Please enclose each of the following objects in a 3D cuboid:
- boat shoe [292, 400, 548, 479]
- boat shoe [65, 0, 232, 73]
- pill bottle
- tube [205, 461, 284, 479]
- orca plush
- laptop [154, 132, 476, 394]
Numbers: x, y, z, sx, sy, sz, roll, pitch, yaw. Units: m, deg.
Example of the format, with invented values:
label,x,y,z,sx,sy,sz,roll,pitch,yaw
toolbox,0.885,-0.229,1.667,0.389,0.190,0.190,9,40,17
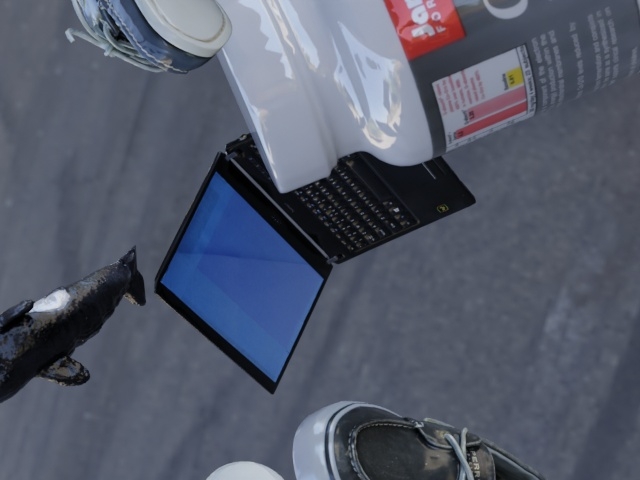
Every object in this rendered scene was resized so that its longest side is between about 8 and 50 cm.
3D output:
label,x,y,z,sx,sy,sz,roll,pitch,yaw
boat shoe,0.105,0.207,1.615,0.119,0.335,0.121,-16,69,32
boat shoe,-0.134,-0.170,1.266,0.079,0.095,0.254,-50,36,13
pill bottle,0.103,-0.181,1.366,0.210,0.363,0.210,157,90,-87
tube,-0.071,0.219,1.168,0.062,0.070,0.240,-52,-9,-33
orca plush,-0.288,0.124,1.972,0.102,0.287,0.151,49,133,12
laptop,0.000,0.000,1.755,0.264,0.234,0.136,-24,51,18
